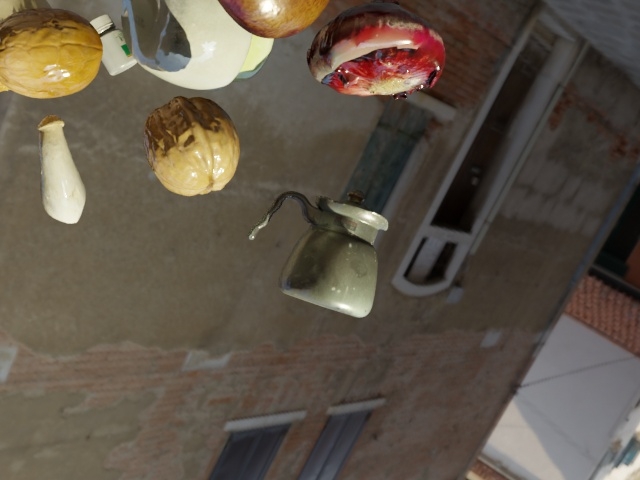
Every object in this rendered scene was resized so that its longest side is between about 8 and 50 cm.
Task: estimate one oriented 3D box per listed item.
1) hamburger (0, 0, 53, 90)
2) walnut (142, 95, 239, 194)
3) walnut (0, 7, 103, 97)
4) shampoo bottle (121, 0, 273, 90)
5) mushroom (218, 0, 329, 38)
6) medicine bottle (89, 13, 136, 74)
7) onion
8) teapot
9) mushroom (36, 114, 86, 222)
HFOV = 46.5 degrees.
[{"bbox_3d":[-0.703,-0.436,1.652,0.276,0.179,0.294,-32,-171,-30],"label":"hamburger"},{"bbox_3d":[-0.268,-0.201,1.542,0.213,0.213,0.213,25,-167,-6],"label":"walnut"},{"bbox_3d":[-0.504,-0.342,1.363,0.207,0.167,0.167,-9,-155,-15],"label":"walnut"},{"bbox_3d":[-0.292,-0.523,1.771,0.317,0.322,0.322,0,-153,-40],"label":"shampoo bottle"},{"bbox_3d":[-0.118,-0.522,1.292,0.259,0.345,0.345,-3,179,28],"label":"mushroom"},{"bbox_3d":[-0.511,-0.478,1.817,0.130,0.080,0.080,61,-173,-12],"label":"medicine bottle"},{"bbox_3d":[0.107,-0.389,1.456,0.272,0.195,0.272,0,168,0],"label":"onion"},{"bbox_3d":[0.009,0.005,1.740,0.305,0.285,0.223,18,175,16],"label":"teapot"},{"bbox_3d":[-0.614,-0.160,1.760,0.103,0.270,0.118,-10,-140,-21],"label":"mushroom"}]
